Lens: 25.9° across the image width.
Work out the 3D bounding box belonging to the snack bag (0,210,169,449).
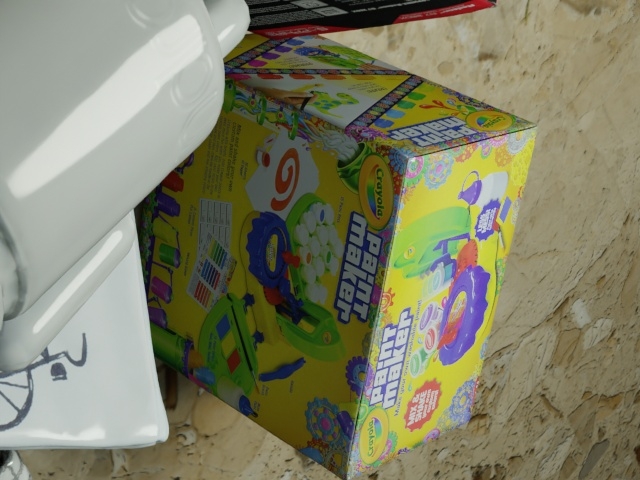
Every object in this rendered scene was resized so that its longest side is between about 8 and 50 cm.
[{"bbox_3d":[-0.245,-0.016,0.866,0.343,0.037,0.323,8,62,-40],"label":"snack bag"}]

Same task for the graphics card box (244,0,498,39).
[{"bbox_3d":[-0.057,-0.237,1.013,0.371,0.233,0.094,7,83,-53],"label":"graphics card box"}]

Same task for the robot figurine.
[{"bbox_3d":[-0.192,-0.068,0.743,0.353,0.200,0.300,-48,133,-30],"label":"robot figurine"}]

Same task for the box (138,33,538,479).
[{"bbox_3d":[0.000,0.000,1.208,0.177,0.279,0.290,-16,125,-45],"label":"box"}]

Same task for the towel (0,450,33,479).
[{"bbox_3d":[-0.311,0.261,0.944,0.284,0.121,0.235,-42,142,-24],"label":"towel"}]
